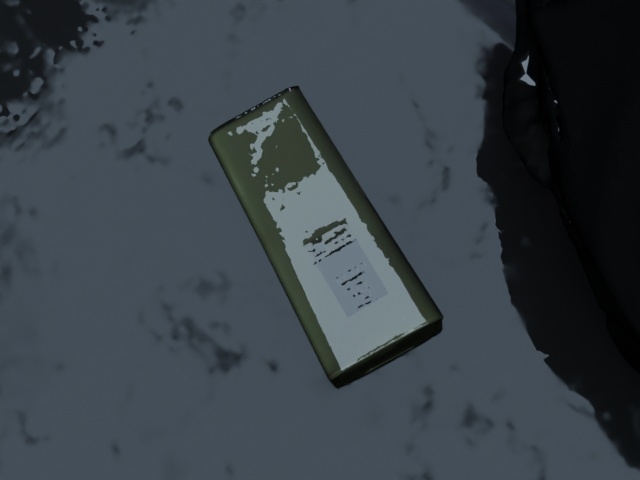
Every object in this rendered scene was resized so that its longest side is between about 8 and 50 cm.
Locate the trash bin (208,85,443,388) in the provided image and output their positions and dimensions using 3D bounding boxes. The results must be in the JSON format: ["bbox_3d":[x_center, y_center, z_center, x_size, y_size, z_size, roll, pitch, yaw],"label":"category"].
[{"bbox_3d":[0.000,0.000,0.619,0.043,0.061,0.092,-30,81,-1],"label":"trash bin"}]

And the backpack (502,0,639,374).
[{"bbox_3d":[0.241,-0.136,0.533,0.363,0.255,0.446,3,98,3],"label":"backpack"}]
